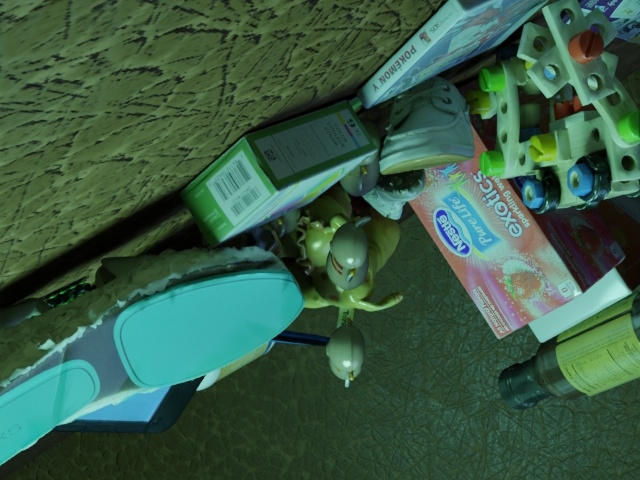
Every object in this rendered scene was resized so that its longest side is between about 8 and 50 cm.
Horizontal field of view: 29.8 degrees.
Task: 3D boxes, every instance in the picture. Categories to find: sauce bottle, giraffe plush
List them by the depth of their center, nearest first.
[{"bbox_3d":[0.000,0.000,1.501,0.181,0.210,0.170,-19,136,9],"label":"giraffe plush"},{"bbox_3d":[0.388,0.164,1.726,0.111,0.111,0.344,-28,176,-38],"label":"sauce bottle"}]

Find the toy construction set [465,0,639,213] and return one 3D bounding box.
[{"bbox_3d":[0.259,-0.140,1.278,0.151,0.215,0.327,-6,176,-4],"label":"toy construction set"}]

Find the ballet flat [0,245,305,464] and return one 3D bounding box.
[{"bbox_3d":[-0.217,0.084,1.110,0.409,0.147,0.147,-24,173,-20],"label":"ballet flat"}]

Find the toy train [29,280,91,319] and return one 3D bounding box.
[{"bbox_3d":[-0.268,0.062,1.214,0.083,0.017,0.024,-28,-177,-43],"label":"toy train"}]

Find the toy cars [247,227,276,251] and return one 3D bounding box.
[{"bbox_3d":[-0.211,0.100,1.528,0.394,0.087,0.176,-29,175,-29],"label":"toy cars"}]

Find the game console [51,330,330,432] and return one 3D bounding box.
[{"bbox_3d":[-0.165,0.162,1.395,0.250,0.173,0.293,-58,149,10],"label":"game console"}]

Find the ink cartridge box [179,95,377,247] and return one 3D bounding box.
[{"bbox_3d":[-0.021,-0.072,1.140,0.109,0.062,0.209,-36,174,41],"label":"ink cartridge box"}]

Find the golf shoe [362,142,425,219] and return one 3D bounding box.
[{"bbox_3d":[0.090,-0.063,1.450,0.069,0.086,0.176,-29,-159,-9],"label":"golf shoe"}]

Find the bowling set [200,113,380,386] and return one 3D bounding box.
[{"bbox_3d":[-0.035,0.012,1.295,0.200,0.287,0.154,1,167,0],"label":"bowling set"}]

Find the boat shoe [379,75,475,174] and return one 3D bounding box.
[{"bbox_3d":[0.110,-0.127,1.272,0.098,0.096,0.277,-7,-172,10],"label":"boat shoe"}]

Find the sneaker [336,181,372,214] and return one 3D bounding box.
[{"bbox_3d":[0.079,-0.087,1.670,0.128,0.087,0.221,-45,-175,-20],"label":"sneaker"}]

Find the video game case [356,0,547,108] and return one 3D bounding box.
[{"bbox_3d":[0.149,-0.204,1.124,0.201,0.023,0.183,-29,174,-33],"label":"video game case"}]

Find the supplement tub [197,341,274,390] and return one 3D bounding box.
[{"bbox_3d":[-0.177,0.146,1.864,0.200,0.144,0.144,-27,173,-45],"label":"supplement tub"}]

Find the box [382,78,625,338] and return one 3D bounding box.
[{"bbox_3d":[0.230,-0.048,1.552,0.154,0.300,0.142,-35,176,41],"label":"box"}]

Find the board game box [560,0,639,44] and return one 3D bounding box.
[{"bbox_3d":[0.403,-0.276,1.159,0.208,0.056,0.347,16,161,-13],"label":"board game box"}]

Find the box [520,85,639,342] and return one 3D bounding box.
[{"bbox_3d":[0.327,-0.064,1.736,0.168,0.345,0.215,-36,175,38],"label":"box"}]
